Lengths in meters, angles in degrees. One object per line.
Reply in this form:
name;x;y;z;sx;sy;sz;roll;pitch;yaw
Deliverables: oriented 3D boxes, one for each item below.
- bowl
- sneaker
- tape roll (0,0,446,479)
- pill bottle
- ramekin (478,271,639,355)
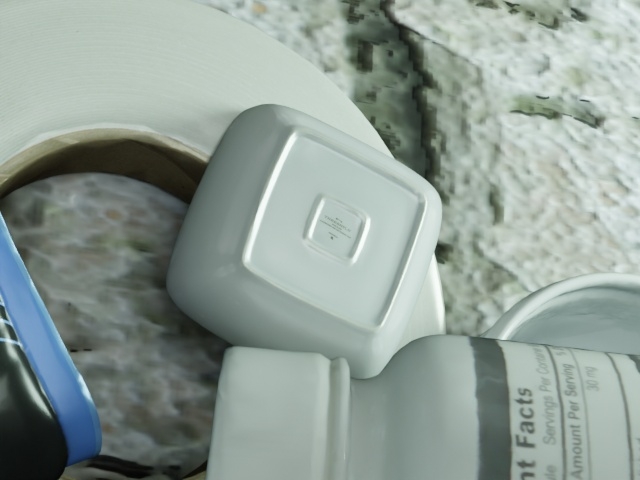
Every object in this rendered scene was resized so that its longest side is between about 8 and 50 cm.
bowl;0.000;0.000;0.894;0.142;0.053;0.142;28;67;-15
sneaker;-0.198;0.027;0.791;0.090;0.081;0.232;-29;89;-32
tape roll;-0.117;0.046;0.903;0.392;0.072;0.392;6;74;-21
pill bottle;0.123;0.154;0.776;0.361;0.204;0.204;6;73;-1
ramekin;0.159;0.129;0.969;0.207;0.109;0.207;6;74;-21
